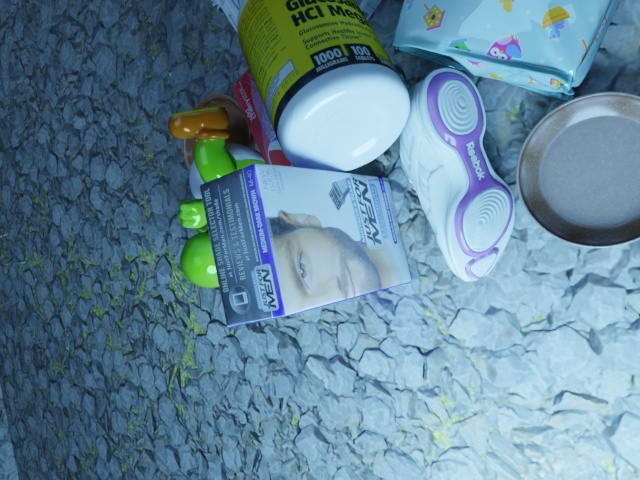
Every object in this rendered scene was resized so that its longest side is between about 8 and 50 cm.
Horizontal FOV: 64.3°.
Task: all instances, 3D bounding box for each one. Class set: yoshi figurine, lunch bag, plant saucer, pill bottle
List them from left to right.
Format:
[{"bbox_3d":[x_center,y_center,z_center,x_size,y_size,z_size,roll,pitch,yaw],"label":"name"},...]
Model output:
[{"bbox_3d":[-0.211,-0.055,0.955,0.203,0.204,0.361,-2,109,40],"label":"yoshi figurine"},{"bbox_3d":[-0.205,-0.200,1.054,0.200,0.037,0.199,2,94,35],"label":"plant saucer"},{"bbox_3d":[-0.015,-0.279,0.756,0.188,0.188,0.333,-40,58,31],"label":"pill bottle"},{"bbox_3d":[0.239,-0.325,0.659,0.262,0.160,0.223,25,108,25],"label":"lunch bag"},{"bbox_3d":[0.362,-0.090,0.662,0.199,0.036,0.198,3,96,36],"label":"plant saucer"}]

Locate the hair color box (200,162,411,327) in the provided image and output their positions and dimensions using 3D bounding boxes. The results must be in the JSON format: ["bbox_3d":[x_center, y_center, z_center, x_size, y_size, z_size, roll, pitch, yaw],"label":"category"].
[{"bbox_3d":[0.000,0.000,0.738,0.110,0.339,0.185,-16,84,36],"label":"hair color box"}]

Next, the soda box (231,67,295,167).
[{"bbox_3d":[-0.062,-0.194,0.925,0.092,0.084,0.263,-34,75,32],"label":"soda box"}]

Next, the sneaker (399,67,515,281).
[{"bbox_3d":[0.193,-0.091,0.755,0.152,0.114,0.304,-164,59,-72],"label":"sneaker"}]

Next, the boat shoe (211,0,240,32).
[{"bbox_3d":[-0.180,-0.474,0.987,0.076,0.083,0.226,-42,71,29],"label":"boat shoe"}]

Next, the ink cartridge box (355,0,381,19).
[{"bbox_3d":[0.037,-0.452,0.866,0.145,0.045,0.179,-49,60,28],"label":"ink cartridge box"}]
